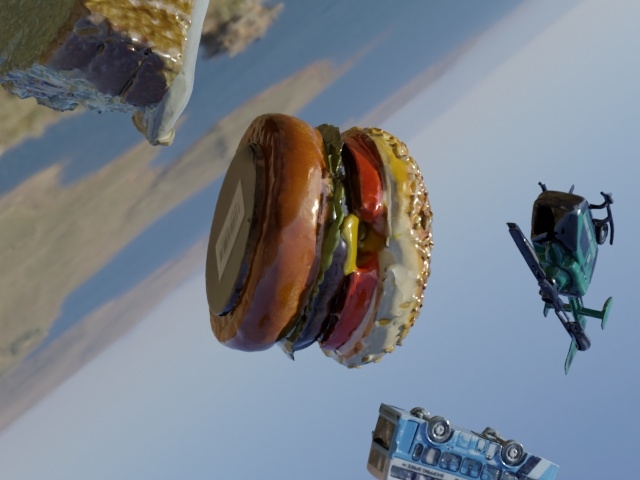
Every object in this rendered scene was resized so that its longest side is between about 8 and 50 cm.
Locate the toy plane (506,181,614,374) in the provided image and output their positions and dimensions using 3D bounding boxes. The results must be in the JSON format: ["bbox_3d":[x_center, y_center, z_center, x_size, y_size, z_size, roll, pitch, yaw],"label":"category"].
[{"bbox_3d":[0.348,0.042,1.786,0.155,0.106,0.381,-64,151,-25],"label":"toy plane"}]

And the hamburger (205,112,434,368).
[{"bbox_3d":[0.000,0.000,1.654,0.330,0.250,0.330,-168,-90,-73],"label":"hamburger"}]

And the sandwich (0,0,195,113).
[{"bbox_3d":[-0.183,-0.159,0.959,0.254,0.100,0.288,-41,-147,33],"label":"sandwich"}]

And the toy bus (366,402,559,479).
[{"bbox_3d":[0.225,0.357,2.023,0.131,0.297,0.106,-72,-162,-1],"label":"toy bus"}]

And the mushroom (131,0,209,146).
[{"bbox_3d":[-0.211,-0.295,1.737,0.097,0.109,0.351,-13,121,-42],"label":"mushroom"}]
